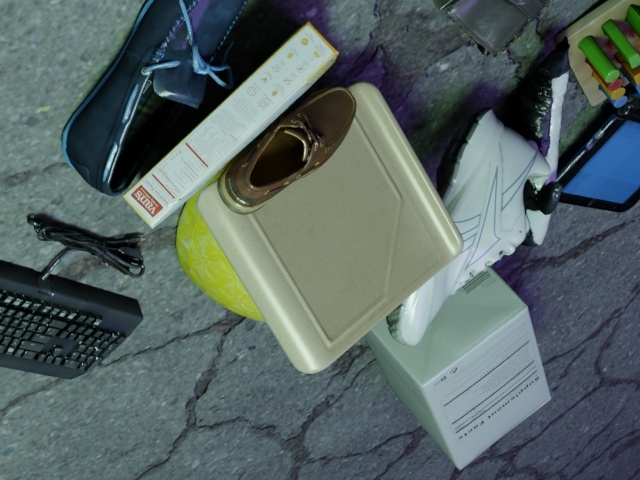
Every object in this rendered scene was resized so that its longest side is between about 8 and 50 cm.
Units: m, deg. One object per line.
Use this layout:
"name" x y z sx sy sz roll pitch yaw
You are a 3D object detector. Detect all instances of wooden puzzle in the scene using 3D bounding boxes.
"wooden puzzle" 0.012 -0.015 1.442 0.239 0.221 0.044 -37 -166 -26

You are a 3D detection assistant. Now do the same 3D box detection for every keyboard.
"keyboard" -0.295 0.058 1.449 0.201 0.033 0.317 -50 147 13

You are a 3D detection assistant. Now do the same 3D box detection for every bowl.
"bowl" 0.000 0.000 1.565 0.289 0.156 0.289 -27 145 -20

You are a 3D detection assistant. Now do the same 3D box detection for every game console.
"game console" 0.492 -0.101 1.922 0.293 0.250 0.173 4 101 -55

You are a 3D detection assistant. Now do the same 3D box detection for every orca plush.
"orca plush" 0.241 -0.113 1.732 0.102 0.151 0.287 0 141 -3

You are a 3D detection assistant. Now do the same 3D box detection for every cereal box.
"cereal box" -0.084 -0.113 1.366 0.240 0.047 0.173 -43 -176 4

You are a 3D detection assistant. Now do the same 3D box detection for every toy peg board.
"toy peg board" 0.398 -0.232 1.737 0.161 0.079 0.160 -34 145 8

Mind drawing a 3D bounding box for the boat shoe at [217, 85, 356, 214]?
"boat shoe" -0.022 -0.092 1.367 0.178 0.064 0.060 -43 -173 -26

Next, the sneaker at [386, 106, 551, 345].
"sneaker" 0.171 -0.006 1.626 0.297 0.129 0.111 -62 -173 -9

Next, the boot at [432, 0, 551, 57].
"boot" 0.259 -0.295 1.562 0.229 0.091 0.263 -47 143 19

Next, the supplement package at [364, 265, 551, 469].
"supplement package" 0.181 0.149 1.904 0.175 0.177 0.293 -37 148 -7

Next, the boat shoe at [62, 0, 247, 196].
"boat shoe" -0.135 -0.149 1.310 0.109 0.089 0.258 8 123 -50
